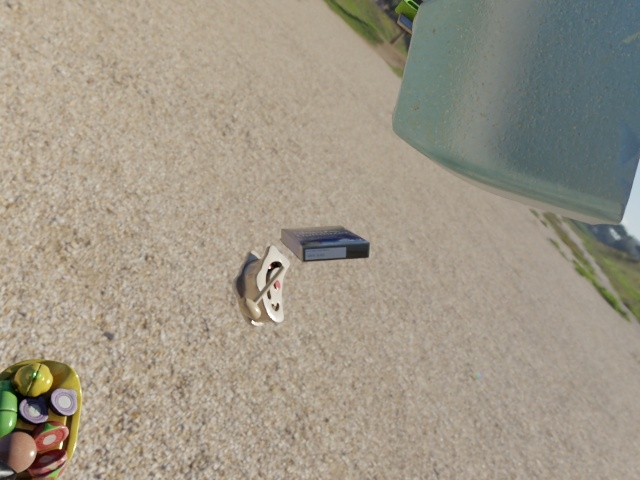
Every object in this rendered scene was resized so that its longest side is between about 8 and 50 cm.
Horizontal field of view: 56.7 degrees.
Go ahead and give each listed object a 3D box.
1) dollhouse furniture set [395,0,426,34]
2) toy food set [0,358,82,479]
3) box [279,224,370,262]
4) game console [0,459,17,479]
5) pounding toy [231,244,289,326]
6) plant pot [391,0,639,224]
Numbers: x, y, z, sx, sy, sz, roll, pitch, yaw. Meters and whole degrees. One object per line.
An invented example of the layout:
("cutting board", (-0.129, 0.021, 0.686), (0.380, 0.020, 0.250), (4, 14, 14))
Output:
("dollhouse furniture set", (0.345, -0.615, 1.446), (0.198, 0.301, 0.151), (34, 38, -13))
("toy food set", (-0.390, 0.260, 0.803), (0.128, 0.071, 0.217), (12, 59, -29))
("box", (0.000, 0.000, 1.218), (0.137, 0.036, 0.225), (-4, 11, -15))
("game console", (-0.507, 0.179, 0.604), (0.361, 0.213, 0.044), (53, 27, -26))
("pounding toy", (-0.124, 0.129, 1.545), (0.154, 0.155, 0.269), (62, 28, -29))
("plant pot", (0.226, -0.164, 0.682), (0.253, 0.247, 0.248), (14, 6, 18))
